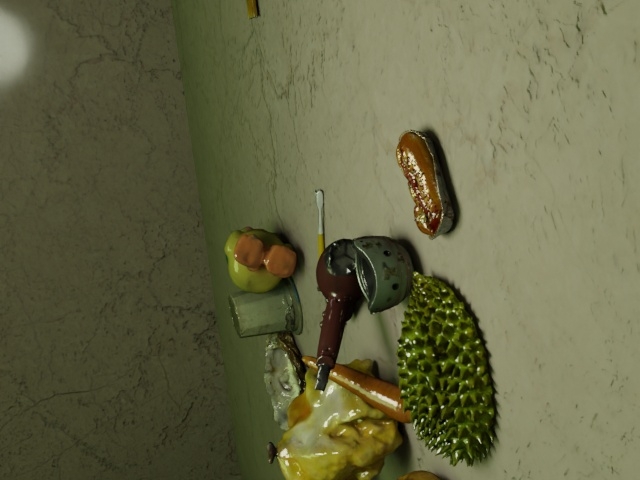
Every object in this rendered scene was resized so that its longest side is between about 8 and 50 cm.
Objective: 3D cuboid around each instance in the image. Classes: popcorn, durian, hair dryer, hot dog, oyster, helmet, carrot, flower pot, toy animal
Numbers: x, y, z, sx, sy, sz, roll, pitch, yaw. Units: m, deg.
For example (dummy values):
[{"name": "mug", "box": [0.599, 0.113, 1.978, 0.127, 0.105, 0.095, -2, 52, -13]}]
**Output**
[{"name": "popcorn", "box": [0.046, 0.429, 1.626, 0.316, 0.281, 0.297, -49, 36, 18]}, {"name": "durian", "box": [0.224, 0.240, 1.227, 0.169, 0.157, 0.356, -39, -57, -69]}, {"name": "hair dryer", "box": [0.029, 0.192, 1.533, 0.312, 0.123, 0.340, 92, -170, -55]}, {"name": "hot dog", "box": [0.174, -0.097, 1.189, 0.108, 0.059, 0.191, 126, 128, -72]}, {"name": "oyster", "box": [-0.091, 0.454, 2.307, 0.204, 0.111, 0.396, -4, 97, 54]}, {"name": "helmet", "box": [0.126, 0.058, 1.360, 0.177, 0.107, 0.153, 80, 175, -88]}, {"name": "carrot", "box": [0.094, 0.312, 1.481, 0.336, 0.069, 0.069, 18, 123, 34]}, {"name": "flower pot", "box": [-0.181, 0.227, 2.243, 0.212, 0.202, 0.212, 165, 90, -74]}, {"name": "toy animal", "box": [-0.196, 0.061, 2.134, 0.338, 0.216, 0.191, -154, 80, -76]}]

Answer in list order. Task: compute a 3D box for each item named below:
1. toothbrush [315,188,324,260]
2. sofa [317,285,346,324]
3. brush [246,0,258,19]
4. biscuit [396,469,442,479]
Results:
[{"name": "toothbrush", "box": [0.000, 0.000, 1.831, 0.024, 0.021, 0.288, -112, 18, -62]}, {"name": "sofa", "box": [0.028, 0.169, 1.822, 0.060, 0.039, 0.118, 142, 115, -71]}, {"name": "brush", "box": [-0.209, -0.796, 1.961, 0.085, 0.020, 0.337, -151, 53, -68]}, {"name": "biscuit", "box": [0.221, 0.578, 1.415, 0.213, 0.091, 0.274, -128, 30, -49]}]
